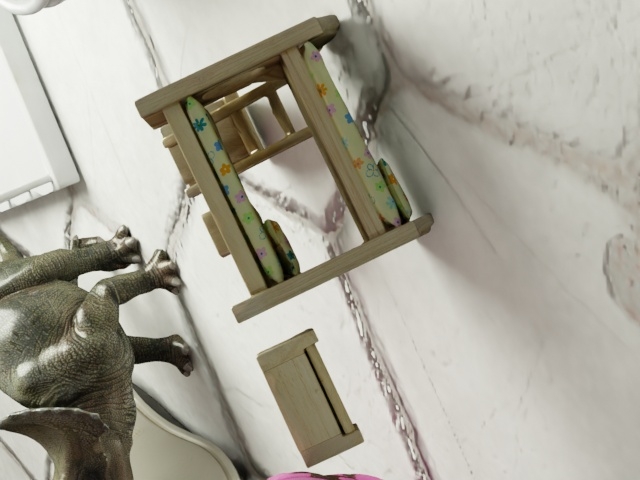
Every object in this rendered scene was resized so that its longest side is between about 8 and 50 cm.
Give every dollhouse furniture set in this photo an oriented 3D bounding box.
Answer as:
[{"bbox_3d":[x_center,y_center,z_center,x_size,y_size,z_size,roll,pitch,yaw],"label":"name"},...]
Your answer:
[{"bbox_3d":[0.000,0.000,0.730,0.161,0.101,0.182,112,133,-89],"label":"dollhouse furniture set"}]

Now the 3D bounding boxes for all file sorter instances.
[{"bbox_3d":[-0.340,-0.090,1.162,0.278,0.173,0.193,-11,103,63],"label":"file sorter"}]

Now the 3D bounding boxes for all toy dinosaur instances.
[{"bbox_3d":[-0.193,0.057,1.024,0.313,0.160,0.121,46,148,34],"label":"toy dinosaur"}]

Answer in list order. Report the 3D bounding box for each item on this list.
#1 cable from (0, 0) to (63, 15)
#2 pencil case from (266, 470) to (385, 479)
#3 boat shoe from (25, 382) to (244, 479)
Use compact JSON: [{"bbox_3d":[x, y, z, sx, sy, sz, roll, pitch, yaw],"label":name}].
[{"bbox_3d":[-0.171,-0.255,0.799,0.257,0.089,0.257,59,154,13],"label":"cable"},{"bbox_3d":[0.015,0.160,0.726,0.209,0.098,0.095,42,-126,-80],"label":"pencil case"},{"bbox_3d":[-0.116,0.194,1.076,0.335,0.112,0.095,38,161,53],"label":"boat shoe"}]
